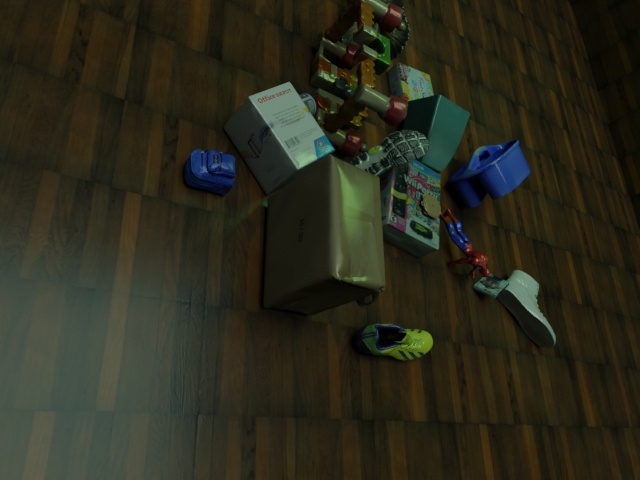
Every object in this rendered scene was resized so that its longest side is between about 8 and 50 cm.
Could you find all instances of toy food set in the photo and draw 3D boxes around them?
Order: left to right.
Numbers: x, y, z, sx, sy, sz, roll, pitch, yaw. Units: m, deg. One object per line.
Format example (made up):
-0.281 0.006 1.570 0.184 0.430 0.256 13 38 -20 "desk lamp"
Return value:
0.363 -0.111 1.698 0.083 0.020 0.083 33 54 -23 "toy food set"

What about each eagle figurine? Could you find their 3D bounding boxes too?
0.203 -0.836 1.930 0.225 0.226 0.298 39 43 -43 "eagle figurine"

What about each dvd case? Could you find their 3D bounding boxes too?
0.611 0.161 1.854 0.087 0.013 0.119 28 40 33 "dvd case"

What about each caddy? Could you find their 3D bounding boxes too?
0.633 -0.268 1.956 0.341 0.241 0.179 -36 100 -42 "caddy"

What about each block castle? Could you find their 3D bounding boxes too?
0.132 -0.518 1.652 0.212 0.303 0.454 17 61 -31 "block castle"

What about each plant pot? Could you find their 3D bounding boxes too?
0.392 -0.367 1.849 0.165 0.165 0.234 20 85 -32 "plant pot"

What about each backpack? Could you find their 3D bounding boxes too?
-0.283 -0.186 1.324 0.120 0.101 0.098 8 58 -30 "backpack"

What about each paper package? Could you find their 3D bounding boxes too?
0.000 0.000 1.309 0.168 0.309 0.325 17 61 -35 "paper package"

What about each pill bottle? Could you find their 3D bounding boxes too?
-0.083 -0.397 1.582 0.137 0.078 0.078 -33 91 -41 "pill bottle"

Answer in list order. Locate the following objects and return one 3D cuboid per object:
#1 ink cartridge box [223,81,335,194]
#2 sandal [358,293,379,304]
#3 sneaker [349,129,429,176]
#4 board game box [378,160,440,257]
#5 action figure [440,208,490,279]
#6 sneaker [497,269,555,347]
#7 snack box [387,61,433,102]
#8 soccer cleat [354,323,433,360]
-0.118 -0.285 1.444 0.171 0.168 0.233 -34 92 -42 "ink cartridge box"
0.132 0.083 1.536 0.060 0.090 0.219 20 49 -54 "sandal"
0.208 -0.265 1.638 0.275 0.110 0.107 -23 85 3 "sneaker"
0.288 -0.126 1.725 0.224 0.097 0.303 25 56 -27 "board game box"
0.482 0.036 1.813 0.091 0.139 0.280 -11 54 -36 "action figure"
0.795 0.244 1.927 0.292 0.108 0.169 51 52 -5 "sneaker"
0.355 -0.561 1.990 0.174 0.070 0.207 9 67 -33 "snack box"
0.231 0.288 1.475 0.289 0.121 0.094 10 64 -33 "soccer cleat"
